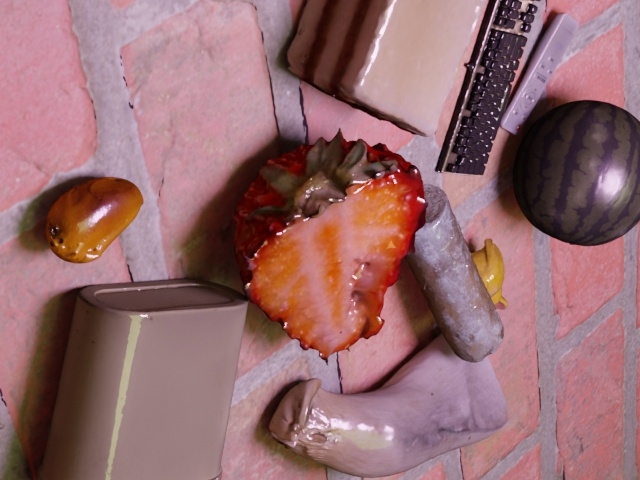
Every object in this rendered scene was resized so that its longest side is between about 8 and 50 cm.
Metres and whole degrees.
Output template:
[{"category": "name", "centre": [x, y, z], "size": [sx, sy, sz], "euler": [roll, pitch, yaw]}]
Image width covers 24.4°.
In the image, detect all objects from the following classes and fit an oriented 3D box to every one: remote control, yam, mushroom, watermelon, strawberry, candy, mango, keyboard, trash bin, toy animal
[{"category": "remote control", "centre": [0.307, -0.238, 2.107], "size": [0.050, 0.027, 0.184], "euler": [22, 98, -50]}, {"category": "yam", "centre": [0.175, 0.050, 2.027], "size": [0.093, 0.093, 0.259], "euler": [-44, 126, -23]}, {"category": "mushroom", "centre": [0.096, 0.240, 2.057], "size": [0.397, 0.126, 0.177], "euler": [-18, 95, -44]}, {"category": "watermelon", "centre": [0.379, -0.099, 2.121], "size": [0.212, 0.212, 0.212], "euler": [-26, 128, -38]}, {"category": "strawberry", "centre": [0.011, -0.014, 1.810], "size": [0.253, 0.150, 0.280], "euler": [-41, 142, -1]}, {"category": "candy", "centre": [0.098, -0.301, 1.750], "size": [0.179, 0.135, 0.320], "euler": [14, 98, -50]}, {"category": "mango", "centre": [-0.242, -0.027, 1.576], "size": [0.127, 0.063, 0.077], "euler": [-38, 130, -36]}, {"category": "keyboard", "centre": [0.238, -0.237, 2.026], "size": [0.106, 0.027, 0.317], "euler": [2, 110, -49]}, {"category": "trash bin", "centre": [-0.197, 0.178, 1.698], "size": [0.243, 0.121, 0.247], "euler": [-1, 109, -48]}, {"category": "toy animal", "centre": [0.242, 0.069, 2.171], "size": [0.070, 0.083, 0.159], "euler": [-13, 150, 8]}]
